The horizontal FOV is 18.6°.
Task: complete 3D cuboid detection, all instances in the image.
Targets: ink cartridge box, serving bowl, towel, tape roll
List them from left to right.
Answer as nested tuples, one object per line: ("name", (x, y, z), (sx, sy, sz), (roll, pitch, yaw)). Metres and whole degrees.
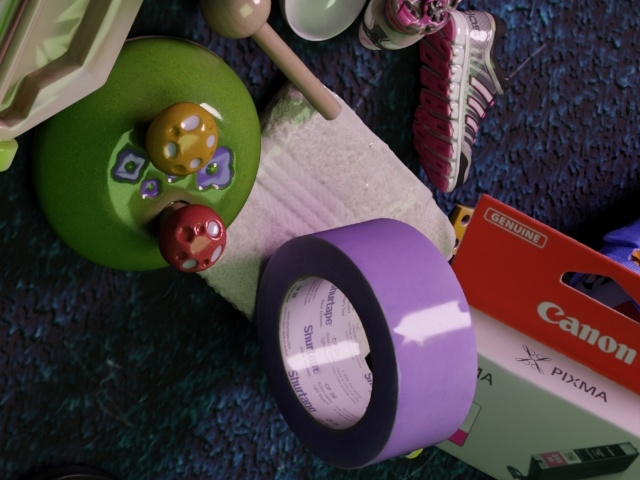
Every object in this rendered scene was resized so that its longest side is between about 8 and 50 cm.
("serving bowl", (-0.001, -0.198, 1.515), (0.083, 0.027, 0.083), (-22, 129, -30))
("towel", (0.000, 0.000, 1.634), (0.187, 0.049, 0.282), (-51, 138, -3))
("tape roll", (0.034, 0.081, 1.544), (0.080, 0.189, 0.189), (-13, 125, -33))
("ink cartridge box", (0.211, 0.121, 1.707), (0.060, 0.275, 0.239), (-52, 166, -49))

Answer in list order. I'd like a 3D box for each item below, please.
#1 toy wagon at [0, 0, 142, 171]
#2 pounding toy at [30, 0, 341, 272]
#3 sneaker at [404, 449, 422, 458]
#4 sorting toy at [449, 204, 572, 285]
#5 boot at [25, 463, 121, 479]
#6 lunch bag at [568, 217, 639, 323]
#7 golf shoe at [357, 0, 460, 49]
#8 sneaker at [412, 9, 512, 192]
("toy wagon", (-0.259, -0.191, 1.255), (0.344, 0.068, 0.267), (12, 111, -43))
("pounding toy", (-0.089, -0.066, 1.436), (0.237, 0.110, 0.183), (-42, 125, -7))
("sneaker", (0.091, 0.169, 1.840), (0.035, 0.031, 0.083), (10, 110, -44))
("sorting toy", (0.180, 0.067, 1.841), (0.132, 0.046, 0.274), (-50, 138, -3))
("boot", (-0.126, 0.289, 1.598), (0.246, 0.207, 0.094), (32, 94, -47))
("lunch bag", (0.370, 0.112, 1.885), (0.328, 0.239, 0.385), (-33, 131, -39))
("golf shoe", (0.095, -0.218, 1.569), (0.186, 0.086, 0.067), (-43, 100, -33))
("sneaker", (0.124, -0.121, 1.651), (0.075, 0.063, 0.170), (-14, 121, -27))
